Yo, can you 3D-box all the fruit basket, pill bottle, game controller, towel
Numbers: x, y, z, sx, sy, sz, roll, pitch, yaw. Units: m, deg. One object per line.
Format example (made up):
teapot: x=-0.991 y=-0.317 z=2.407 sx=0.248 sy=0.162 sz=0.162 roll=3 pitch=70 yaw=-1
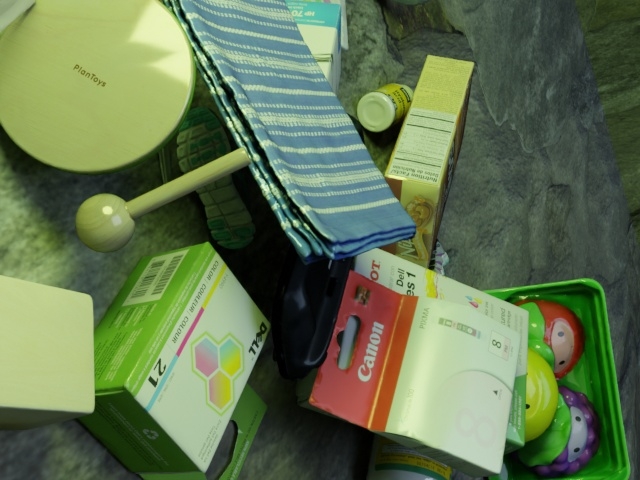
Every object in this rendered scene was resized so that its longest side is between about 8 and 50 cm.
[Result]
fruit basket: x=0.378 y=0.259 z=1.450 sx=0.392 sy=0.282 sz=0.392 roll=-8 pitch=90 yaw=-75
pill bottle: x=0.137 y=0.267 z=1.178 sx=0.117 sy=0.117 sz=0.208 roll=48 pitch=43 yaw=-39
pill bottle: x=0.111 y=-0.220 z=1.338 sx=0.116 sy=0.065 sz=0.065 roll=-38 pitch=112 yaw=-55
game controller: x=0.000 y=0.000 z=0.965 sx=0.166 sy=0.067 sz=0.319 roll=72 pitch=27 yaw=-50
towel: x=-0.024 y=-0.135 z=0.850 sx=0.243 sy=0.040 sz=0.336 roll=-12 pitch=71 yaw=-61

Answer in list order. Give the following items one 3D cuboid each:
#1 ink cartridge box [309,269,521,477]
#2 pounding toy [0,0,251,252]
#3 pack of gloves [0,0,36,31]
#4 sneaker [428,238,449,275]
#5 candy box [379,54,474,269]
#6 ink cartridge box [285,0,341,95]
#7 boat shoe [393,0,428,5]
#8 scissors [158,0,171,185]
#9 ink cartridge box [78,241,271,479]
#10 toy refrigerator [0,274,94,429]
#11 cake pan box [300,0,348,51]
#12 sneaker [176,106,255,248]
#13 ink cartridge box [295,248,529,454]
ink cartridge box: x=0.122 y=0.152 z=0.976 sx=0.232 sy=0.066 sz=0.189 roll=29 pitch=57 yaw=-18
pounding toy: x=-0.190 y=-0.117 z=0.778 sx=0.237 sy=0.183 sz=0.110 roll=59 pitch=-6 yaw=9
pack of gloves: x=-0.298 y=-0.184 z=0.598 sx=0.046 sy=0.195 sz=0.232 roll=32 pitch=60 yaw=-1
sneaker: x=0.188 y=0.027 z=1.411 sx=0.069 sy=0.038 sz=0.098 roll=65 pitch=25 yaw=-18
candy box: x=0.171 y=-0.131 z=1.317 sx=0.183 sy=0.087 sz=0.316 roll=89 pitch=16 yaw=-47
ink cartridge box: x=-0.022 y=-0.189 z=1.055 sx=0.140 sy=0.082 sz=0.191 roll=89 pitch=11 yaw=-60
boat shoe: x=0.077 y=-0.547 z=1.346 sx=0.367 sy=0.135 sz=0.157 roll=31 pitch=51 yaw=-37
scissors: x=-0.189 y=-0.207 z=0.917 sx=0.109 sy=0.021 sz=0.297 roll=33 pitch=54 yaw=-51
ink cartridge box: x=-0.116 y=0.159 z=0.840 sx=0.255 sy=0.097 sz=0.189 roll=56 pitch=38 yaw=-30
toy refrigerator: x=-0.298 y=0.075 z=0.591 sx=0.269 sy=0.094 sz=0.102 roll=22 pitch=56 yaw=-54
cake pan box: x=-0.057 y=-0.415 z=1.139 sx=0.245 sy=0.070 sz=0.267 roll=22 pitch=62 yaw=-55
sneaker: x=-0.118 y=-0.075 z=0.951 sx=0.076 sy=0.065 sz=0.167 roll=-80 pitch=157 yaw=-70
ink cartridge box: x=0.127 y=0.151 z=1.086 sx=0.278 sy=0.117 sz=0.201 roll=22 pitch=56 yaw=-17
